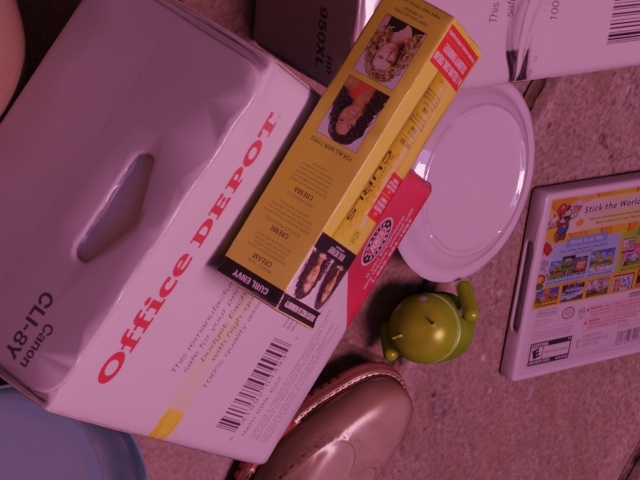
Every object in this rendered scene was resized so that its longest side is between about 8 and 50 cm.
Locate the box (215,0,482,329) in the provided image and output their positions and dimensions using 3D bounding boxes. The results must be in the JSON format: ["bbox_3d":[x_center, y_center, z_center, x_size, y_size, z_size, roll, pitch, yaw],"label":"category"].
[{"bbox_3d":[0.021,-0.056,1.299,0.232,0.058,0.087,-59,158,-3],"label":"box"}]

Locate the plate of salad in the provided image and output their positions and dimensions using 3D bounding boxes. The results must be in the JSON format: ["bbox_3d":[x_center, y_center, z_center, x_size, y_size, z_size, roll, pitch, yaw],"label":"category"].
[{"bbox_3d":[0.127,-0.059,1.735,0.199,0.048,0.200,-19,117,-41],"label":"plate of salad"}]

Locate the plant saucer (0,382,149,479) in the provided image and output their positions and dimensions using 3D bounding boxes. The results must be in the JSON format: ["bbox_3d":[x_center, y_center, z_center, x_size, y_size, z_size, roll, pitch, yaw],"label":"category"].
[{"bbox_3d":[-0.286,0.254,1.556,0.317,0.043,0.318,-19,122,-33],"label":"plant saucer"}]

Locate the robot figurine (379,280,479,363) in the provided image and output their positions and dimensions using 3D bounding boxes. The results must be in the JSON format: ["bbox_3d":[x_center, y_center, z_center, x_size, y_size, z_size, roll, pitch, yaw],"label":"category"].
[{"bbox_3d":[0.105,0.082,1.757,0.101,0.067,0.115,-26,171,19],"label":"robot figurine"}]

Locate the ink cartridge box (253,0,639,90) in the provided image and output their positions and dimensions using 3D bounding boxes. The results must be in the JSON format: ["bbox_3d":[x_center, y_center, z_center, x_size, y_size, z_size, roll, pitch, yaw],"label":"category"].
[{"bbox_3d":[0.156,-0.289,1.541,0.394,0.166,0.286,-10,117,-31],"label":"ink cartridge box"}]

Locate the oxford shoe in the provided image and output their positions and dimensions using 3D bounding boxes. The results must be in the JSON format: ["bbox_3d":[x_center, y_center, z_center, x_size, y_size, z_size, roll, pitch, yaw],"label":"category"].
[{"bbox_3d":[-0.025,0.294,1.722,0.397,0.146,0.140,-54,134,-4],"label":"oxford shoe"}]

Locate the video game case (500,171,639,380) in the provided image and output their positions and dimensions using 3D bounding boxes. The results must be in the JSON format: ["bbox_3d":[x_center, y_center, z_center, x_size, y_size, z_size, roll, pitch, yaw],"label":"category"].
[{"bbox_3d":[0.290,0.031,1.936,0.227,0.026,0.206,-9,117,-36],"label":"video game case"}]

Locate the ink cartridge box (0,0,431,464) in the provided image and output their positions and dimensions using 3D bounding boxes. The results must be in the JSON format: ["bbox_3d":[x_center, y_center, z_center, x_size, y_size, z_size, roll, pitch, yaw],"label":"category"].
[{"bbox_3d":[-0.099,-0.004,1.408,0.279,0.160,0.384,-57,157,0],"label":"ink cartridge box"}]

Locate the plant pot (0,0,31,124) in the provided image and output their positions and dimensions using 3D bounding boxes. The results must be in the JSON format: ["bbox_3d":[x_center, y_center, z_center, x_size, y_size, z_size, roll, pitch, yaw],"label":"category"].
[{"bbox_3d":[-0.306,-0.156,1.209,0.256,0.256,0.274,-52,152,-6],"label":"plant pot"}]
